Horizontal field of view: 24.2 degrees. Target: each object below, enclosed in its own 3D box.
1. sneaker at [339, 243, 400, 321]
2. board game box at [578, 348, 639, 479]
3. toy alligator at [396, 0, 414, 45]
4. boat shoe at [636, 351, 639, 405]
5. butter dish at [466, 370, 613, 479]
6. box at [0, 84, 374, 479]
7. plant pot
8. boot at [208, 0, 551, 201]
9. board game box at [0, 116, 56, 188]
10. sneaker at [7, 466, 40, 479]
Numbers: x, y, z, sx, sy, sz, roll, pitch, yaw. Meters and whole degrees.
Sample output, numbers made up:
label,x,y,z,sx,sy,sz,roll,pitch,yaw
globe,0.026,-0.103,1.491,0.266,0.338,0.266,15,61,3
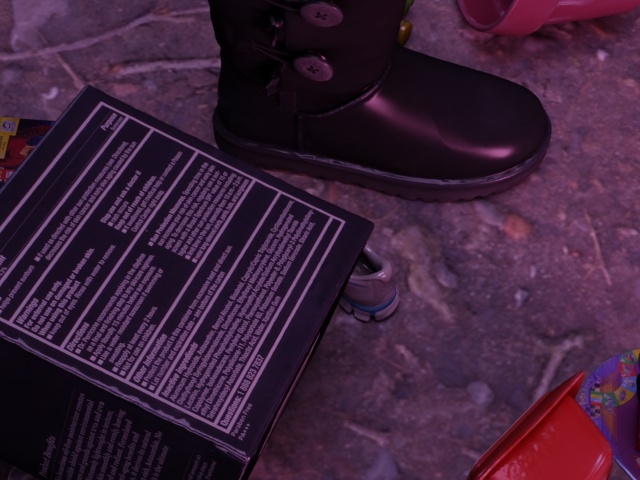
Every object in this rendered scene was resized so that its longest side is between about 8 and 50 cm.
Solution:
label,x,y,z,sx,sy,sz,roll,pitch,yaw
sneaker,0.000,0.000,1.487,0.190,0.083,0.071,30,61,18
board game box,0.332,0.167,1.417,0.133,0.033,0.169,-30,63,-20
toy alligator,0.077,-0.255,1.679,0.056,0.051,0.190,27,59,15
boat shoe,0.384,0.297,1.238,0.156,0.187,0.500,-20,68,-13
butter dish,0.201,0.221,1.302,0.118,0.160,0.160,41,63,19
box,-0.154,0.064,1.296,0.294,0.183,0.296,27,47,3
plant pot,0.267,-0.324,1.663,0.180,0.201,0.201,2,54,-20
boot,0.069,-0.224,1.420,0.367,0.445,0.146,2,56,-1
board game box,-0.251,-0.027,1.508,0.194,0.060,0.194,5,56,0
sneaker,-0.177,0.246,1.315,0.214,0.084,0.083,15,62,6
